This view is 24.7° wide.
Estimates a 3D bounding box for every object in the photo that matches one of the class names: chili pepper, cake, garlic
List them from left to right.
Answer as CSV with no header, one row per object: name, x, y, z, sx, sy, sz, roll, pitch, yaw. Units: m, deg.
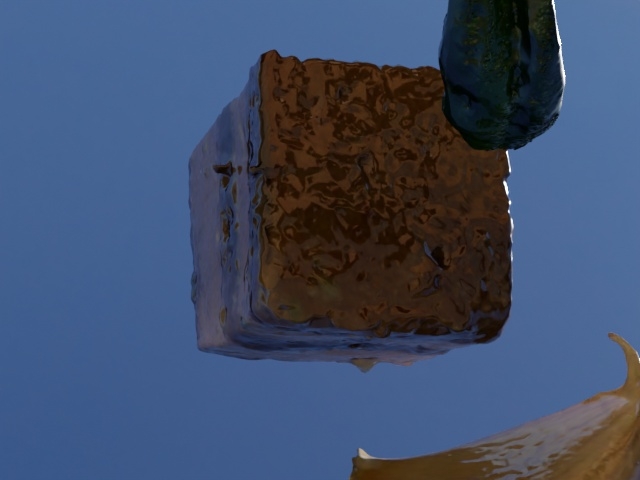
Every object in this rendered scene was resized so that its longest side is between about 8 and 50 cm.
cake,0.000,0.000,1.103,0.196,0.293,0.199,1,-104,-22
chili pepper,0.087,-0.112,0.824,0.065,0.279,0.122,-29,-128,-5
garlic,0.135,0.181,1.024,0.244,0.145,0.164,-24,-116,2
